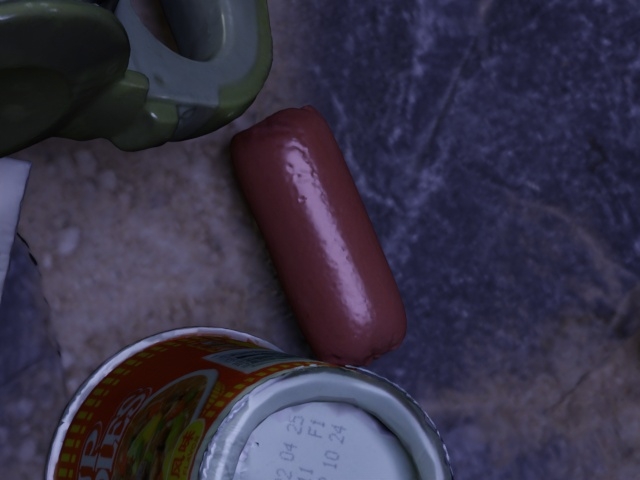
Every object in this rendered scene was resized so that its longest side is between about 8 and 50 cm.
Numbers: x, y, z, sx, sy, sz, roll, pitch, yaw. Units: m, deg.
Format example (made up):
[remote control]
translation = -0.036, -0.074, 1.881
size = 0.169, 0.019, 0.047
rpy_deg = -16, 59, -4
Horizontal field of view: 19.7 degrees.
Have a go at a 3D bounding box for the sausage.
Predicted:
[sausage]
translation = 0.000, 0.000, 1.052
size = 0.062, 0.062, 0.154
rpy_deg = -23, 92, -20

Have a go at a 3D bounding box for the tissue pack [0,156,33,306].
[tissue pack]
translation = -0.237, -0.003, 0.948
size = 0.149, 0.099, 0.106
rpy_deg = 14, 78, -17

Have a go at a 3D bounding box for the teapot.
[teapot]
translation = -0.179, -0.143, 0.918
size = 0.239, 0.321, 0.239
rpy_deg = -25, 72, 10

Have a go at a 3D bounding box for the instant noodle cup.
[instant noodle cup]
translation = -0.029, 0.133, 0.947
size = 0.193, 0.212, 0.193
rpy_deg = 2, 84, -20
